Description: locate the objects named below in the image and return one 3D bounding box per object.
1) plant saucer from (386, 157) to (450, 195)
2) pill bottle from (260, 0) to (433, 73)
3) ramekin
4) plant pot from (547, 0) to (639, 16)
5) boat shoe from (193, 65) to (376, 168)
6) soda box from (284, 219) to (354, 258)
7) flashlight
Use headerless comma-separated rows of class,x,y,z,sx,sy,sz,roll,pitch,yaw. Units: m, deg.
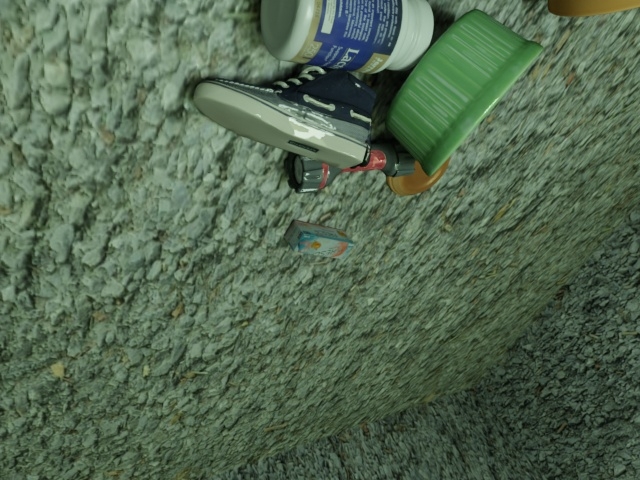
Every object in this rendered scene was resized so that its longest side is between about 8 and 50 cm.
plant saucer,0.265,-0.197,1.106,0.199,0.037,0.200,-20,138,-19
pill bottle,0.048,-0.362,0.697,0.264,0.153,0.153,-6,132,-31
ramekin,0.266,-0.290,0.836,0.303,0.148,0.303,-48,174,-7
plant pot,0.581,-0.582,0.788,0.290,0.291,0.204,-30,123,-7
boat shoe,-0.050,-0.257,0.781,0.340,0.127,0.158,16,81,-26
soda box,0.000,0.000,1.090,0.183,0.063,0.058,10,123,-41
flashlight,0.077,-0.168,0.942,0.303,0.103,0.103,-8,116,-25
